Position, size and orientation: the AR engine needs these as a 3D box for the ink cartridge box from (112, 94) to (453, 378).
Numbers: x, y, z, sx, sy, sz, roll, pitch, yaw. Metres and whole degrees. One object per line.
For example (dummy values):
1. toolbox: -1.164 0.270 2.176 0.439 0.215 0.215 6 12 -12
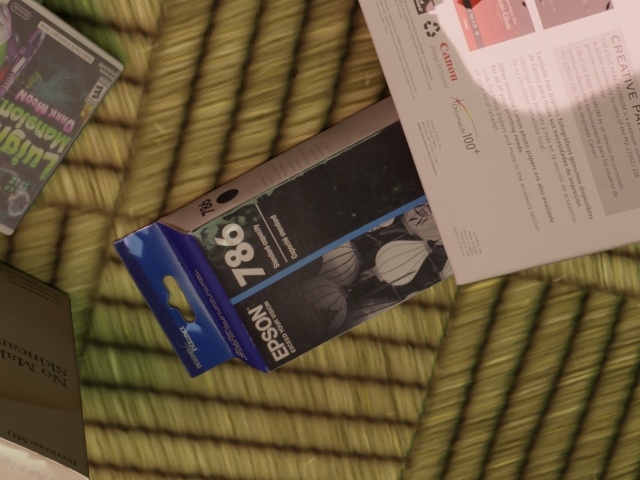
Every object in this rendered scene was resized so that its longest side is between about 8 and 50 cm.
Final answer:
1. ink cartridge box: 0.000 0.000 1.398 0.333 0.065 0.165 -28 117 1

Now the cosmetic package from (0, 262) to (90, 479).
1. cosmetic package: -0.282 0.120 1.245 0.160 0.309 0.113 27 105 -23

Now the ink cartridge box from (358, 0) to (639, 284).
1. ink cartridge box: 0.195 -0.152 1.226 0.272 0.130 0.309 -14 104 23

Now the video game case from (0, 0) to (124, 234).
1. video game case: -0.251 -0.102 1.238 0.173 0.022 0.190 -56 153 0

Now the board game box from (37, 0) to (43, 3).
1. board game box: -0.368 -0.125 1.139 0.336 0.079 0.254 -3 122 -57
